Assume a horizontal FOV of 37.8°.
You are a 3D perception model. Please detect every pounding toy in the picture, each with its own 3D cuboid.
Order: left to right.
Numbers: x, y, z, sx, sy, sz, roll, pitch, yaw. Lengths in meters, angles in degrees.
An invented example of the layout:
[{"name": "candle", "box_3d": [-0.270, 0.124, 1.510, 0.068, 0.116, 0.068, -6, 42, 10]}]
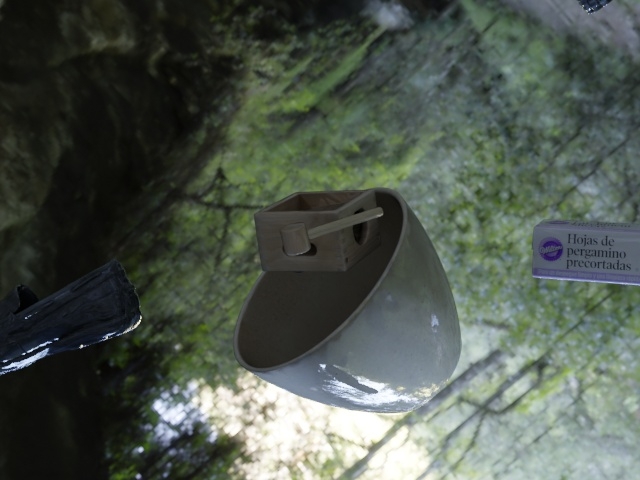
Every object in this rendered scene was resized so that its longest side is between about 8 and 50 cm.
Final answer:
[{"name": "pounding toy", "box_3d": [0.006, 0.002, 1.231, 0.206, 0.181, 0.094, -33, -61, -59]}]

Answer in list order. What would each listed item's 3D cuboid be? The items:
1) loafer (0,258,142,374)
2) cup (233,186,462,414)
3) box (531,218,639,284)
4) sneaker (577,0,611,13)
[{"name": "loafer", "box_3d": [-0.285, 0.081, 0.901, 0.076, 0.223, 0.078, 80, 171, -88]}, {"name": "cup", "box_3d": [0.070, 0.121, 1.374, 0.237, 0.331, 0.331, 43, -169, -24]}, {"name": "box", "box_3d": [0.407, 0.018, 1.057, 0.067, 0.324, 0.063, -20, -69, -64]}, {"name": "sneaker", "box_3d": [0.399, -0.422, 1.128, 0.146, 0.343, 0.134, 48, -128, -3]}]
